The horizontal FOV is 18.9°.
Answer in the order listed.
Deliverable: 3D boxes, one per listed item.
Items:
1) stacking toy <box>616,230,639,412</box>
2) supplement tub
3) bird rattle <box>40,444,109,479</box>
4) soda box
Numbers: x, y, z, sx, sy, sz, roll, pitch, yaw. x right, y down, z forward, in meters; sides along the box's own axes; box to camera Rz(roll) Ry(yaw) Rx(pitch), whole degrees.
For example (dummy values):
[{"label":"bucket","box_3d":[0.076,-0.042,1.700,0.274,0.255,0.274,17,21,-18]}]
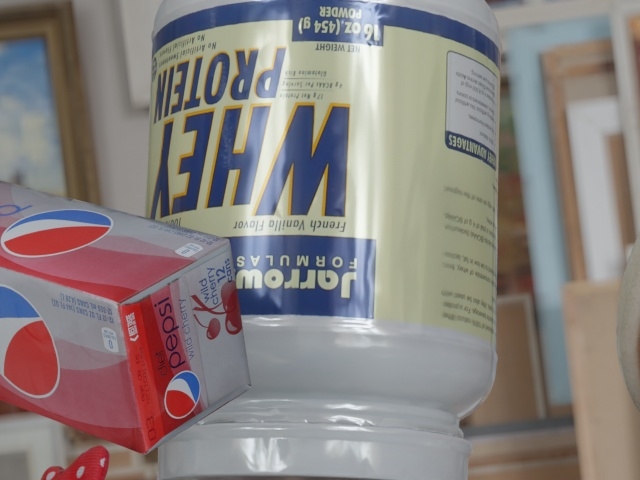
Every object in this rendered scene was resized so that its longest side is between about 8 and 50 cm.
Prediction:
[{"label":"stacking toy","box_3d":[0.414,0.128,1.076,0.350,0.351,0.480,-6,39,-21]},{"label":"supplement tub","box_3d":[0.000,0.000,1.253,0.235,0.325,0.235,2,-12,0]},{"label":"bird rattle","box_3d":[-0.153,0.267,1.282,0.143,0.207,0.253,-23,-27,-41]},{"label":"soda box","box_3d":[-0.163,0.029,1.046,0.263,0.092,0.083,13,32,40]}]
